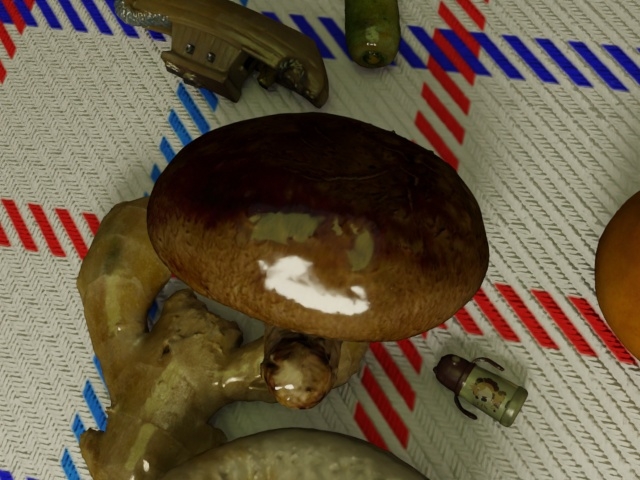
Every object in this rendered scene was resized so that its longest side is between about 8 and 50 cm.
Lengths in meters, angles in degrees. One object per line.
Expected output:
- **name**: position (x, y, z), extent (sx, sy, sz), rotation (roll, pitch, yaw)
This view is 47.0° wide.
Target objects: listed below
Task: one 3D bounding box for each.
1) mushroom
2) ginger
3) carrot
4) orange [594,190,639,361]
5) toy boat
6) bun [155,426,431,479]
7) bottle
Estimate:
- **mushroom**: position (0.006, -0.021, 0.768), extent (0.239, 0.345, 0.345), rotation (-49, 64, 35)
- **ginger**: position (-0.184, 0.144, 0.832), extent (0.363, 0.122, 0.348), rotation (37, 72, 9)
- **carrot**: position (0.060, -0.394, 0.999), extent (0.074, 0.074, 0.359), rotation (-7, 68, 8)
- **orange**: position (0.394, 0.047, 0.733), extent (0.240, 0.171, 0.240), rotation (-2, 66, 3)
- **toy boat**: position (-0.132, -0.253, 0.974), extent (0.321, 0.089, 0.122), rotation (28, 84, 16)
- **bun**: position (-0.026, 0.352, 0.650), extent (0.364, 0.219, 0.365), rotation (-1, 45, 1)
- **bottle**: position (0.170, 0.160, 0.801), extent (0.101, 0.047, 0.063), rotation (29, 69, 19)
